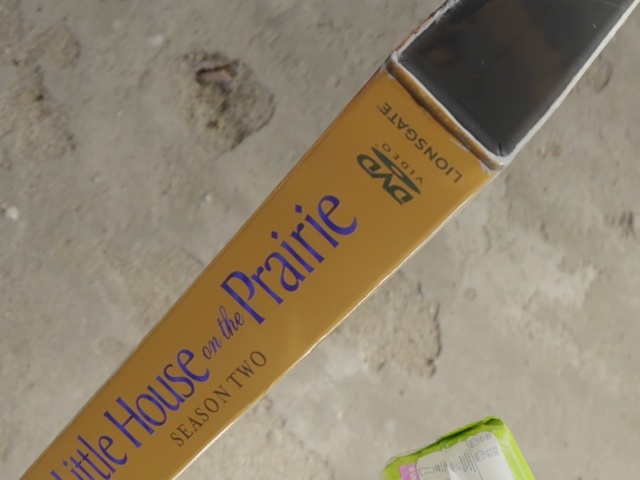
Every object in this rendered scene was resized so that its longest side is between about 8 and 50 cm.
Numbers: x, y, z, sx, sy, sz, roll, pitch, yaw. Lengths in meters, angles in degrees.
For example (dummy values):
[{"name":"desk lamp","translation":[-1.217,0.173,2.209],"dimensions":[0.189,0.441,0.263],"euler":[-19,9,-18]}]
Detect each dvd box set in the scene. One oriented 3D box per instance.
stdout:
[{"name":"dvd box set","translation":[0.000,0.000,0.685],"dimensions":[0.062,0.307,0.420],"euler":[44,131,0]}]

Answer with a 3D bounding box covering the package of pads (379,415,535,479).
[{"name":"package of pads","translation":[0.144,0.290,0.856],"dimensions":[0.101,0.297,0.229],"euler":[-23,142,4]}]
